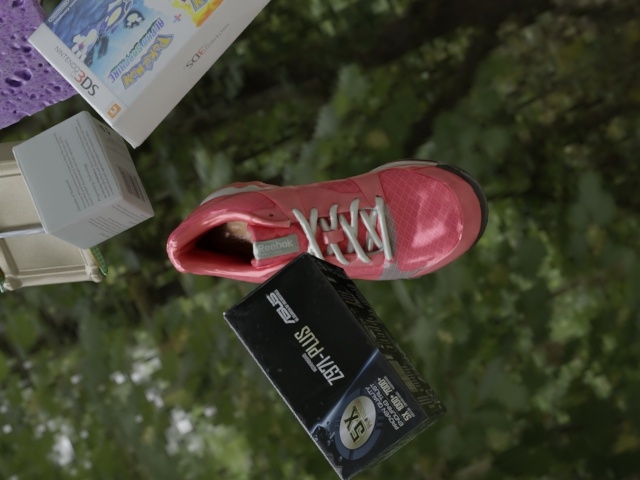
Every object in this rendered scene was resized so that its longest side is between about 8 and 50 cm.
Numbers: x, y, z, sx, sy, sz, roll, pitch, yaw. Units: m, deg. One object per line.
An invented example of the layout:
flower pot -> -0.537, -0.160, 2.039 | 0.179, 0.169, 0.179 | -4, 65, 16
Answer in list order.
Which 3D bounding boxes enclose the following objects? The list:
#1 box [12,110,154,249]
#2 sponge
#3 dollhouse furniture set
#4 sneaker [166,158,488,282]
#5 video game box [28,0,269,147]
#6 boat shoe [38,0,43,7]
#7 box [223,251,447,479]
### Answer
box -> -0.234, -0.058, 1.600 | 0.102, 0.087, 0.101 | 65, -172, 14
sponge -> -0.343, -0.221, 1.657 | 0.031, 0.117, 0.210 | -103, -12, -58
dollhouse furniture set -> -0.412, -0.055, 2.095 | 0.151, 0.302, 0.197 | -65, -36, -51
sneaker -> 0.000, 0.001, 1.493 | 0.136, 0.314, 0.115 | -29, -70, -63
video game box -> -0.158, -0.212, 1.506 | 0.187, 0.205, 0.048 | 43, -178, 40
boat shoe -> -0.357, -0.310, 1.984 | 0.075, 0.206, 0.065 | 26, -168, 20
box -> 0.016, 0.093, 1.196 | 0.147, 0.077, 0.180 | 53, -176, 8
